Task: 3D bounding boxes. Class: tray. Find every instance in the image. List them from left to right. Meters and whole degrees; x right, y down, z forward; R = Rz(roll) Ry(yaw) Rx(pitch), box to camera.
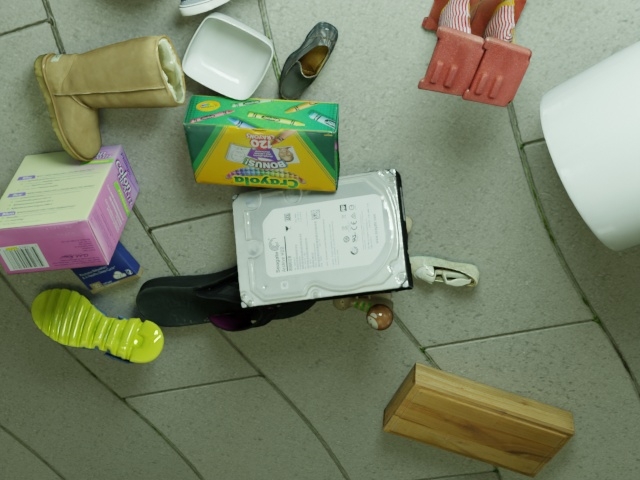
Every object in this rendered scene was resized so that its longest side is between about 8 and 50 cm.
[{"bbox_3d":[0.379,0.442,2.231,0.411,0.076,0.202,18,131,-9],"label":"tray"}]

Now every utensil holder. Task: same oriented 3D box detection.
[{"bbox_3d":[0.599,-0.188,1.484,0.386,0.327,0.327,-27,123,30],"label":"utensil holder"}]

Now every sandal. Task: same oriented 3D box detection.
[{"bbox_3d":[-0.516,0.210,2.127,0.317,0.126,0.138,24,163,-1],"label":"sandal"},{"bbox_3d":[-0.201,0.143,2.020,0.446,0.107,0.167,-11,128,20],"label":"sandal"}]

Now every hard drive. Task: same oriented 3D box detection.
[{"bbox_3d":[0.000,0.000,1.800,0.339,0.236,0.064,-8,170,16],"label":"hard drive"}]

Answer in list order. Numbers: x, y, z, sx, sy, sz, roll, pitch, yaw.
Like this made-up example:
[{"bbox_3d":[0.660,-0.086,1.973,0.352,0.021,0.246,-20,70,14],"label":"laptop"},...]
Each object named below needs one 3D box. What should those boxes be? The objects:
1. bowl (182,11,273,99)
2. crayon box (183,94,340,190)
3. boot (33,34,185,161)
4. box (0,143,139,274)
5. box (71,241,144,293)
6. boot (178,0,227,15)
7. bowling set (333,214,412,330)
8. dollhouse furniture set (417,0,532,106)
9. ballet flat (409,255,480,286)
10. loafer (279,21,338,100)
[{"bbox_3d":[-0.162,-0.333,1.639,0.142,0.053,0.142,25,129,-14],"label":"bowl"},{"bbox_3d":[-0.104,-0.181,1.725,0.279,0.081,0.165,3,143,5],"label":"crayon box"},{"bbox_3d":[-0.370,-0.251,1.686,0.270,0.089,0.236,-1,131,22],"label":"boot"},{"bbox_3d":[-0.497,-0.062,1.795,0.214,0.243,0.117,-6,130,12],"label":"box"},{"bbox_3d":[-0.505,0.015,2.004,0.136,0.036,0.225,-19,125,22],"label":"box"},{"bbox_3d":[-0.165,-0.447,1.537,0.190,0.069,0.086,-20,119,13],"label":"boot"},{"bbox_3d":[0.083,0.080,1.880,0.154,0.199,0.287,12,128,1],"label":"bowling set"},{"bbox_3d":[0.277,-0.417,1.405,0.152,0.201,0.374,14,132,-4],"label":"dollhouse furniture set"},{"bbox_3d":[0.252,0.067,1.933,0.168,0.052,0.057,5,132,4],"label":"ballet flat"},{"bbox_3d":[-0.028,-0.309,1.635,0.062,0.061,0.170,23,131,-14],"label":"loafer"}]
